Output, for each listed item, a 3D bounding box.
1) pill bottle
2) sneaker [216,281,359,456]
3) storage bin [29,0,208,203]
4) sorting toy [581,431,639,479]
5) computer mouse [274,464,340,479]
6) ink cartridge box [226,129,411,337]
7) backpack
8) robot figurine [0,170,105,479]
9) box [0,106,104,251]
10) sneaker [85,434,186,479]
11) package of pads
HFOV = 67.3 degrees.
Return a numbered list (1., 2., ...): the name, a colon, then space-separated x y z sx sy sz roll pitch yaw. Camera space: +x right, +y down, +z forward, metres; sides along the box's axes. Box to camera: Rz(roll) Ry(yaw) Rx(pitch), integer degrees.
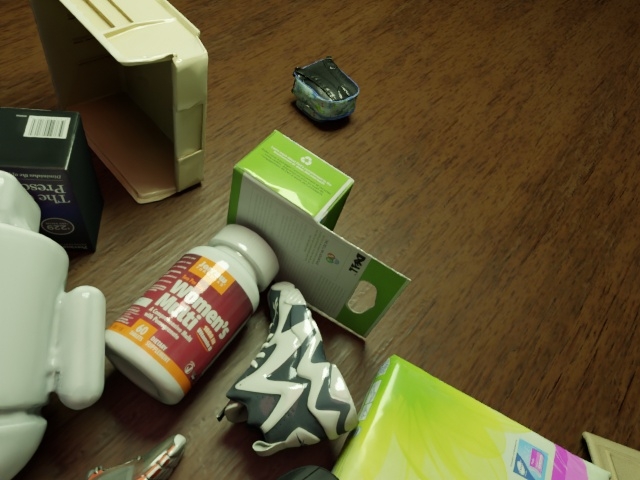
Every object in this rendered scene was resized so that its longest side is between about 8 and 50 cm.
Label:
1. pill bottle: -0.156 0.085 0.614 0.121 0.121 0.221 33 56 9
2. sneaker: -0.066 0.159 0.601 0.153 0.094 0.235 -23 50 -9
3. storage bin: -0.287 -0.230 0.709 0.123 0.262 0.260 -33 69 -32
4. sorting toy: 0.485 0.377 0.580 0.308 0.041 0.229 21 30 1
5. computer mouse: -0.063 0.348 0.438 0.262 0.060 0.184 -33 69 -1
6. ink cartridge box: 0.000 0.000 0.668 0.255 0.188 0.097 33 54 8
7. backpack: 0.013 -0.279 0.919 0.105 0.084 0.114 -31 63 -28
8. robot figurine: -0.372 0.105 0.477 0.300 0.200 0.353 3 73 -11
9. box: -0.437 -0.073 0.616 0.262 0.184 0.103 1 59 -12
10. sneaker: -0.221 0.261 0.521 0.065 0.061 0.158 38 56 21
11. package of pads: 0.159 0.307 0.551 0.297 0.101 0.229 28 55 9
